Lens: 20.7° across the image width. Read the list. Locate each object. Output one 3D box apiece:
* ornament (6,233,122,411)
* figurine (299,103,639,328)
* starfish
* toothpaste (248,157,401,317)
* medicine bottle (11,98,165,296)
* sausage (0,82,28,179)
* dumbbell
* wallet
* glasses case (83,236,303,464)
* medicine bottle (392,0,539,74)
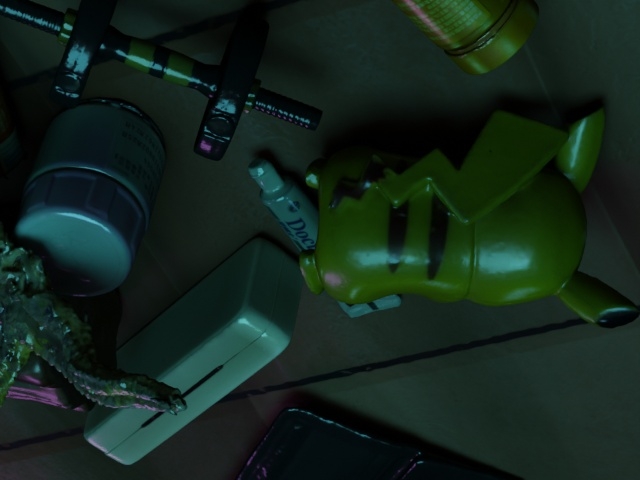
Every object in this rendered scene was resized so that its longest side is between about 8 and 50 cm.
[{"bbox_3d":[-0.355,0.078,1.904,0.217,0.235,0.221,0,107,14],"label":"ornament"},{"bbox_3d":[0.144,-0.026,1.737,0.326,0.218,0.169,2,175,-2],"label":"figurine"},{"bbox_3d":[-0.354,0.080,1.716,0.398,0.132,0.384,46,130,-6],"label":"starfish"},{"bbox_3d":[0.000,0.000,1.872,0.067,0.037,0.255,-19,131,25],"label":"toothpaste"},{"bbox_3d":[-0.234,-0.043,1.777,0.135,0.168,0.135,5,133,5],"label":"medicine bottle"},{"bbox_3d":[-0.361,-0.180,1.737,0.083,0.083,0.264,-2,131,12],"label":"sausage"},{"bbox_3d":[-0.152,-0.169,1.659,0.325,0.143,0.143,20,133,-9],"label":"dumbbell"},{"bbox_3d":[0.055,0.318,2.160,0.323,0.041,0.247,21,134,-15],"label":"wallet"},{"bbox_3d":[-0.143,0.126,1.949,0.070,0.131,0.313,35,129,-21],"label":"glasses case"},{"bbox_3d":[0.103,-0.244,1.575,0.096,0.096,0.192,-30,123,32],"label":"medicine bottle"}]
